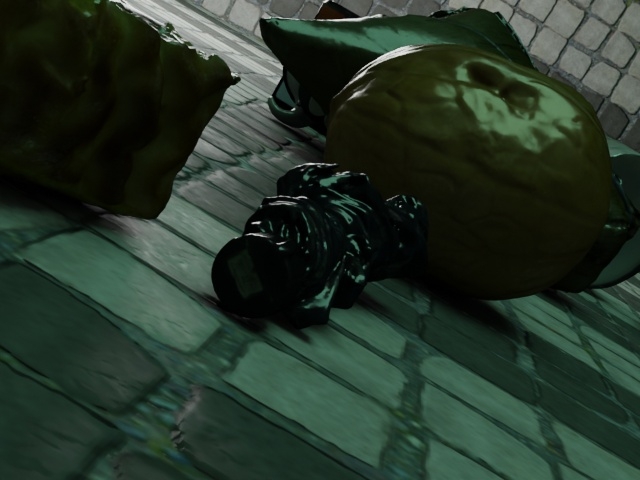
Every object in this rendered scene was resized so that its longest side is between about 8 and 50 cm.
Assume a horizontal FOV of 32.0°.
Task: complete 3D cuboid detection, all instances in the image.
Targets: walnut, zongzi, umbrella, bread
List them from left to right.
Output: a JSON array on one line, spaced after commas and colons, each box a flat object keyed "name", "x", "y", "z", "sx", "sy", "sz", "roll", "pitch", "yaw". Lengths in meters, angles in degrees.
[{"name": "bread", "x": -0.149, "y": -0.092, "z": 0.488, "sx": 0.181, "sy": 0.096, "sz": 0.222, "roll": 38, "pitch": 10, "yaw": 37}, {"name": "umbrella", "x": -0.002, "y": -0.002, "z": 0.571, "sx": 0.080, "sy": 0.071, "sz": 0.224, "roll": 4, "pitch": 8, "yaw": 17}, {"name": "zongzi", "x": 0.144, "y": -0.092, "z": 1.165, "sx": 0.393, "sy": 0.174, "sz": 0.356, "roll": -8, "pitch": 58, "yaw": -54}, {"name": "walnut", "x": 0.109, "y": -0.054, "z": 0.847, "sx": 0.225, "sy": 0.193, "sz": 0.193, "roll": 19, "pitch": 11, "yaw": -5}]

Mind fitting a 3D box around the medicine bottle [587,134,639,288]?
[{"name": "medicine bottle", "x": 0.313, "y": -0.083, "z": 1.553, "sx": 0.190, "sy": 0.190, "sz": 0.332, "roll": 25, "pitch": 11, "yaw": -29}]

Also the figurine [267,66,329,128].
[{"name": "figurine", "x": 0.006, "y": -0.190, "z": 1.346, "sx": 0.147, "sy": 0.126, "sz": 0.192, "roll": 34, "pitch": 23, "yaw": -20}]

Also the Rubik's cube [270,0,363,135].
[{"name": "Rubik's cube", "x": 0.059, "y": -0.213, "z": 1.542, "sx": 0.163, "sy": 0.161, "sz": 0.162, "roll": 34, "pitch": 10, "yaw": 22}]
